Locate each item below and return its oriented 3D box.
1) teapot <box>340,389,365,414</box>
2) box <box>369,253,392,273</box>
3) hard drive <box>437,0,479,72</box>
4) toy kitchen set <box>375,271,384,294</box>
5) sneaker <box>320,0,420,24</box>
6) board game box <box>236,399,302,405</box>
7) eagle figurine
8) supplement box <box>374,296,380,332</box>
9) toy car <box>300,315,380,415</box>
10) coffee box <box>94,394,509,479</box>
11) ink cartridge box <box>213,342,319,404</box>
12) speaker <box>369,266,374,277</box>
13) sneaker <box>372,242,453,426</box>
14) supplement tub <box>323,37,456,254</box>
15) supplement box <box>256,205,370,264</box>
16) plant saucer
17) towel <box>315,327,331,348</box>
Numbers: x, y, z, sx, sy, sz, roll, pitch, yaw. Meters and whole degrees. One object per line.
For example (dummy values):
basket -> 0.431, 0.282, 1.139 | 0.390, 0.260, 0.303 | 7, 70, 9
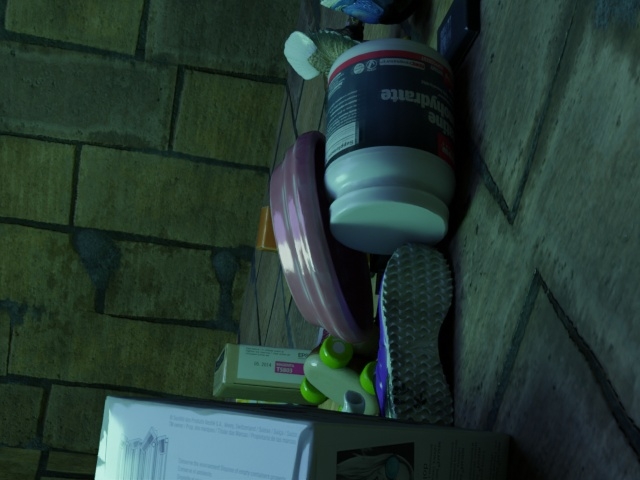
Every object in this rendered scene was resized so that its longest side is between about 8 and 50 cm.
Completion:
teapot -> 0.045, 0.380, 1.505 | 0.187, 0.256, 0.252 | -15, 43, 49
box -> 0.129, -0.084, 1.769 | 0.183, 0.056, 0.231 | 115, 160, -62
hard drive -> 0.204, -0.313, 1.619 | 0.135, 0.022, 0.094 | 118, 158, -64
toy kitchen set -> 0.124, 0.081, 1.615 | 0.083, 0.075, 0.068 | 127, 148, -79
sneaker -> 0.107, -0.449, 1.955 | 0.130, 0.147, 0.330 | -55, 2, 30
board game box -> -0.108, 0.404, 2.405 | 0.275, 0.142, 0.144 | -98, 0, -59
eagle figurine -> 0.063, -0.310, 1.961 | 0.225, 0.226, 0.298 | -52, 20, 31
supplement box -> 0.119, 0.103, 1.692 | 0.043, 0.055, 0.083 | -141, 58, -77
toy car -> 0.072, 0.186, 1.807 | 0.188, 0.149, 0.155 | -54, -6, -37
coffee box -> -0.030, 0.358, 1.206 | 0.337, 0.334, 0.338 | -1, 81, 44
ink cartridge box -> -0.095, 0.279, 2.248 | 0.193, 0.234, 0.088 | 126, 149, -69
speaker -> 0.075, 0.003, 2.022 | 0.055, 0.055, 0.136 | 115, 161, -60
sneaker -> 0.117, 0.152, 1.526 | 0.146, 0.102, 0.293 | 118, 158, -65
supplement tub -> 0.101, -0.136, 1.580 | 0.191, 0.191, 0.272 | 117, 158, -62
supplement box -> 0.012, -0.006, 1.863 | 0.080, 0.233, 0.078 | 169, 109, -76
plant saucer -> 0.000, 0.000, 1.673 | 0.332, 0.084, 0.332 | -13, -90, -78
towel -> 0.038, 0.098, 2.215 | 0.329, 0.037, 0.237 | 124, 153, -69
